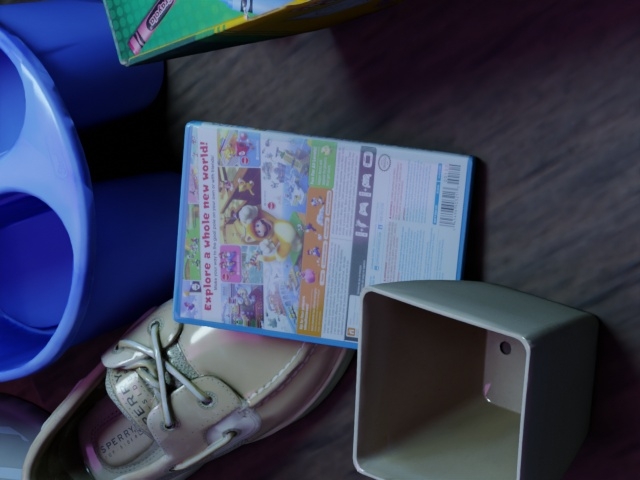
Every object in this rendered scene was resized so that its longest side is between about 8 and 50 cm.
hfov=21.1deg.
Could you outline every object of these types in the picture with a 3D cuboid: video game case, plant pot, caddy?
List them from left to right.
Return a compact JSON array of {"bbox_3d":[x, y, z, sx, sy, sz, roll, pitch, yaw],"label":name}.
[{"bbox_3d":[-0.236,-0.026,1.135,0.341,0.179,0.241,-16,91,44],"label":"caddy"},{"bbox_3d":[0.000,0.000,0.980,0.166,0.015,0.119,8,104,11],"label":"video game case"},{"bbox_3d":[0.091,0.076,0.923,0.109,0.096,0.109,17,115,38],"label":"plant pot"}]

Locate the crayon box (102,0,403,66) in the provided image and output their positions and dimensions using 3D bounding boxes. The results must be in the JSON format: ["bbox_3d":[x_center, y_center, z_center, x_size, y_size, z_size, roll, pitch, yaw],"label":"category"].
[{"bbox_3d":[0.036,-0.167,0.852,0.278,0.165,0.081,-14,93,44],"label":"crayon box"}]

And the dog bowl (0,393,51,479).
[{"bbox_3d":[-0.259,0.294,1.307,0.349,0.102,0.349,14,112,38],"label":"dog bowl"}]

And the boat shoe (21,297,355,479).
[{"bbox_3d":[-0.087,0.091,1.086,0.302,0.098,0.109,-39,76,40],"label":"boat shoe"}]
